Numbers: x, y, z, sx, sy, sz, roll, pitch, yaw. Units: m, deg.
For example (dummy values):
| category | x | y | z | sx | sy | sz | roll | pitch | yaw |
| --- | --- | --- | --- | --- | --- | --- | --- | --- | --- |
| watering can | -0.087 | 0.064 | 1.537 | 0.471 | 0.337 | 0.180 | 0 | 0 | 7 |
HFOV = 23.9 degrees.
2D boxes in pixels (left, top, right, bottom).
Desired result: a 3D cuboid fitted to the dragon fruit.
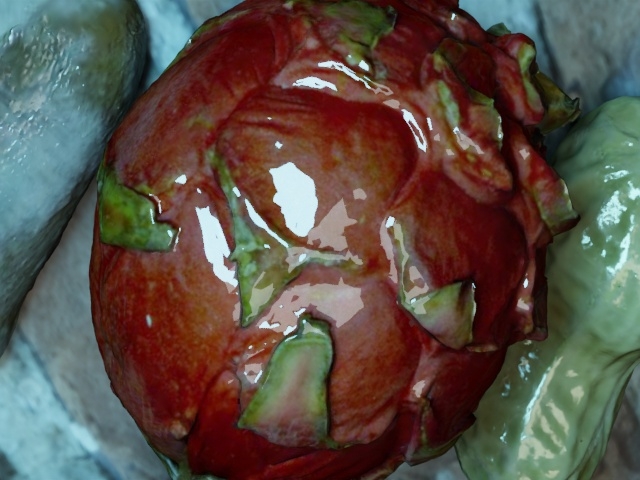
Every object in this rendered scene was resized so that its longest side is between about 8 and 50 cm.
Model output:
| category | x | y | z | sx | sy | sz | roll | pitch | yaw |
| --- | --- | --- | --- | --- | --- | --- | --- | --- | --- |
| dragon fruit | 0.000 | 0.000 | 0.891 | 0.342 | 0.277 | 0.277 | -46 | 107 | 1 |

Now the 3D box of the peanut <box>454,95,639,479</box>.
| category | x | y | z | sx | sy | sz | roll | pitch | yaw |
| --- | --- | --- | --- | --- | --- | --- | --- | --- | --- |
| peanut | 0.172 | 0.051 | 0.992 | 0.120 | 0.136 | 0.298 | 19 | 108 | -14 |

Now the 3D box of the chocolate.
| category | x | y | z | sx | sy | sz | roll | pitch | yaw |
| --- | --- | --- | --- | --- | --- | --- | --- | --- | --- |
| chocolate | -0.236 | -0.051 | 0.949 | 0.185 | 0.100 | 0.303 | 24 | 109 | -16 |
